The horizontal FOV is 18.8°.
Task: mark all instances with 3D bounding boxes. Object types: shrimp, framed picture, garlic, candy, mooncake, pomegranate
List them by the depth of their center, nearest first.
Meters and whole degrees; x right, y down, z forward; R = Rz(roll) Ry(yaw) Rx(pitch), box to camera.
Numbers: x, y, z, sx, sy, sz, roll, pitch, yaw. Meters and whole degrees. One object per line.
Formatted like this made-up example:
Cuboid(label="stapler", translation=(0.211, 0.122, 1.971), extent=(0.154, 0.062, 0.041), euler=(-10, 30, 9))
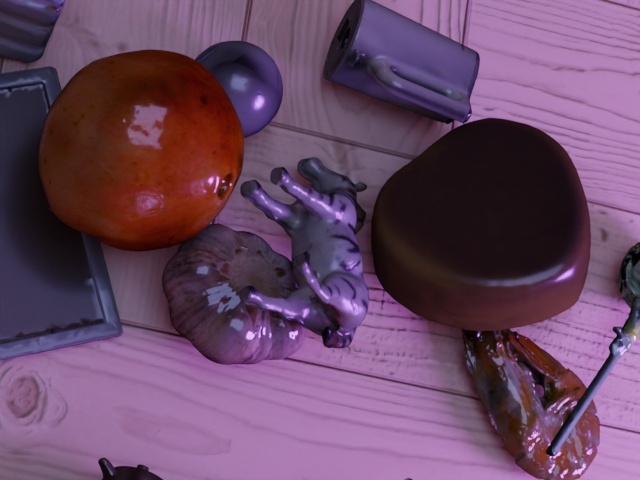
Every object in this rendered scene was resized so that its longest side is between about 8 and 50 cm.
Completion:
Cuboid(label="pomegranate", translation=(-0.177, -0.090, 1.904), extent=(0.209, 0.209, 0.209), euler=(5, 73, -17))
Cuboid(label="framed picture", translation=(-0.342, -0.022, 1.938), extent=(0.232, 0.019, 0.296), euler=(-10, 78, -23))
Cuboid(label="garlic", translation=(-0.091, 0.058, 1.955), extent=(0.159, 0.102, 0.147), euler=(30, 53, -20))
Cuboid(label="mooncake", translation=(0.180, -0.006, 2.027), extent=(0.234, 0.117, 0.235), euler=(0, 55, 0))
Cuboid(label="shrimp", translation=(0.222, 0.157, 2.055), extent=(0.115, 0.051, 0.217), euler=(-26, 83, -29))
Cuboid(label="candy", translation=(0.313, 0.114, 2.068), extent=(0.091, 0.083, 0.305), euler=(20, 57, 31))

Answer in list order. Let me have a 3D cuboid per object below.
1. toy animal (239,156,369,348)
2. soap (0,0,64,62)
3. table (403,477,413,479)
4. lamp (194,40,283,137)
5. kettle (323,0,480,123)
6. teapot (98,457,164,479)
Cuboid(label="toy animal", translation=(-0.010, -0.013, 1.934), extent=(0.170, 0.089, 0.255), euler=(44, 37, -34))
Cuboid(label="soap", translation=(-0.413, -0.302, 1.896), extent=(0.346, 0.208, 0.115), euler=(17, 68, -12))
Cuboid(label="table", translation=(-0.015, 0.424, 1.776), extent=(0.335, 0.272, 0.222), euler=(-35, 86, -23))
Cuboid(label="lamp", translation=(-0.090, -0.157, 2.014), extent=(0.105, 0.105, 0.105), euler=(5, 73, -17))
Cuboid(label="kettle", translation=(0.092, -0.191, 2.076), extent=(0.148, 0.127, 0.098), euler=(23, 83, -13))
Cuboid(label="teapot", translation=(-0.177, 0.254, 1.885), extent=(0.121, 0.076, 0.068), euler=(39, 54, -34))
